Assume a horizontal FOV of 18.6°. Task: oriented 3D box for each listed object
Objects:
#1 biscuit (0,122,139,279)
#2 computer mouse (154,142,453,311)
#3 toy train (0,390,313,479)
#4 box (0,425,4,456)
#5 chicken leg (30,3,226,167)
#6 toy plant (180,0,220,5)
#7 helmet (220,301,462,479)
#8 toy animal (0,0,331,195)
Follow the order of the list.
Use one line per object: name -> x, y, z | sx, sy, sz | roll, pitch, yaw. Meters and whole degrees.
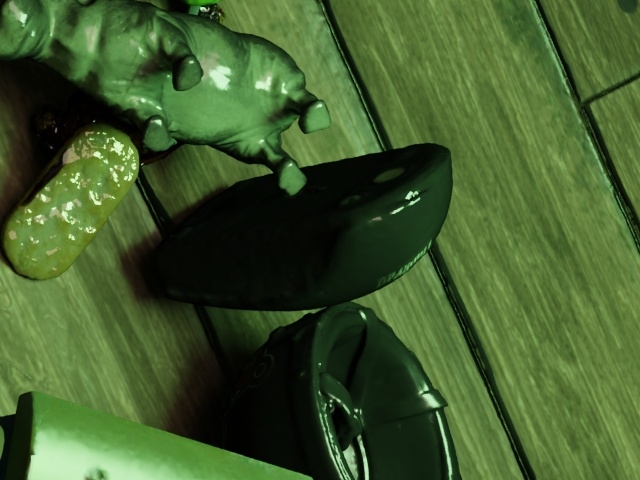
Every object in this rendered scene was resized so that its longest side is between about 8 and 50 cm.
biscuit -> -0.208, -0.032, 1.624 | 0.071, 0.018, 0.147 | 40, 82, -28
computer mouse -> 0.000, 0.000, 1.657 | 0.170, 0.269, 0.100 | -38, 112, -49
toy train -> -0.165, 0.218, 1.512 | 0.299, 0.202, 0.131 | 21, 67, -34
box -> -0.382, 0.179, 1.293 | 0.216, 0.301, 0.301 | 39, 57, -20
chicken leg -> -0.152, -0.126, 1.711 | 0.106, 0.051, 0.253 | 51, 50, -11
toy plant -> -0.076, -0.371, 1.763 | 0.316, 0.184, 0.224 | -47, 110, -27
helmet -> 0.010, 0.197, 1.683 | 0.279, 0.160, 0.230 | 65, 25, -16
toy animal -> -0.154, -0.148, 1.591 | 0.343, 0.168, 0.106 | 21, 107, -23
